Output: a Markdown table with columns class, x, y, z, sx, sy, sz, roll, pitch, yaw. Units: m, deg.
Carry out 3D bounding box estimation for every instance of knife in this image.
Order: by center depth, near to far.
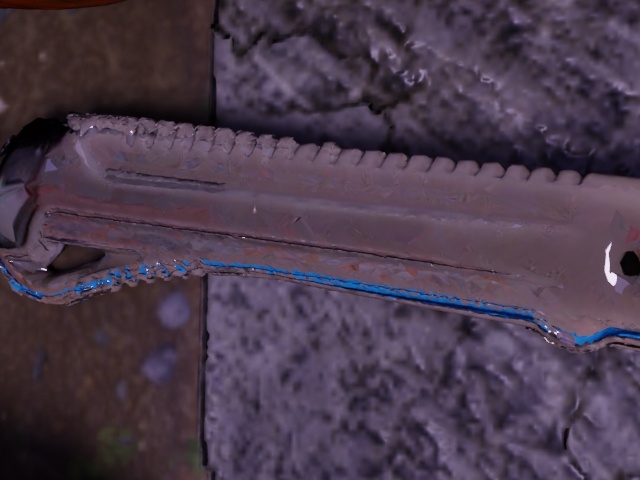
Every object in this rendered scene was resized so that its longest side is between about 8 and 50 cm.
| class | x | y | z | sx | sy | sz | roll | pitch | yaw |
| --- | --- | --- | --- | --- | --- | --- | --- | --- | --- |
| knife | 0.003 | -0.003 | 0.532 | 0.365 | 0.043 | 0.089 | 6 | 114 | 28 |

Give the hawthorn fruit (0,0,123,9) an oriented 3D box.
| class | x | y | z | sx | sy | sz | roll | pitch | yaw |
| --- | --- | --- | --- | --- | --- | --- | --- | --- | --- |
| hawthorn fruit | -0.068 | -0.249 | 0.404 | 0.403 | 0.403 | 0.403 | -3 | 83 | 21 |
